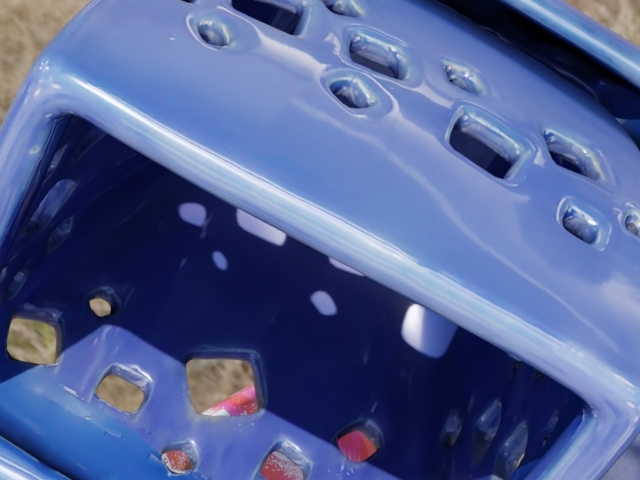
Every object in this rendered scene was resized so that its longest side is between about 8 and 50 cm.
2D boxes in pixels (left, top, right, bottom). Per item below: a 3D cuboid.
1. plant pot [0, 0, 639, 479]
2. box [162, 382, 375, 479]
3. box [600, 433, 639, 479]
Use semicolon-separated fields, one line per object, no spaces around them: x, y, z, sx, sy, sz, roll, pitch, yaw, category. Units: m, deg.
0.000;0.000;0.725;0.236;0.236;0.212;30;47;-2;plant pot
-0.004;0.234;1.462;0.128;0.122;0.257;-27;82;-30;box
0.318;0.177;1.124;0.296;0.183;0.294;2;60;20;box
